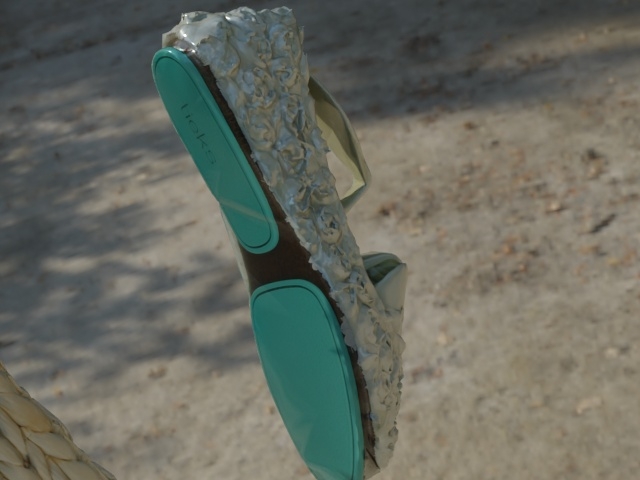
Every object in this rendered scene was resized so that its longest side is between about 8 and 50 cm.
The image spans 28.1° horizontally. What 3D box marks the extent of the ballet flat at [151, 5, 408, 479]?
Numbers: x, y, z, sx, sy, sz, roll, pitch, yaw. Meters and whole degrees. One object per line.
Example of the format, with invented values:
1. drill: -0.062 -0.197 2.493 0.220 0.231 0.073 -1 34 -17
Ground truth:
1. ballet flat: 0.000 0.000 1.023 0.147 0.408 0.147 -19 11 4

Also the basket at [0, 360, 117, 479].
1. basket: -0.323 0.200 0.801 0.328 0.331 0.266 6 53 39
